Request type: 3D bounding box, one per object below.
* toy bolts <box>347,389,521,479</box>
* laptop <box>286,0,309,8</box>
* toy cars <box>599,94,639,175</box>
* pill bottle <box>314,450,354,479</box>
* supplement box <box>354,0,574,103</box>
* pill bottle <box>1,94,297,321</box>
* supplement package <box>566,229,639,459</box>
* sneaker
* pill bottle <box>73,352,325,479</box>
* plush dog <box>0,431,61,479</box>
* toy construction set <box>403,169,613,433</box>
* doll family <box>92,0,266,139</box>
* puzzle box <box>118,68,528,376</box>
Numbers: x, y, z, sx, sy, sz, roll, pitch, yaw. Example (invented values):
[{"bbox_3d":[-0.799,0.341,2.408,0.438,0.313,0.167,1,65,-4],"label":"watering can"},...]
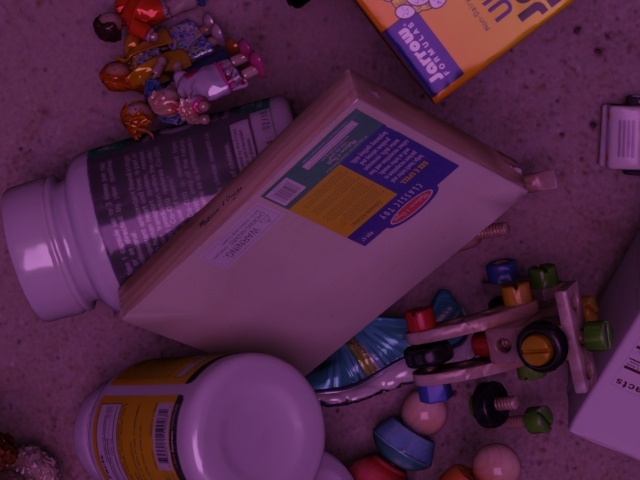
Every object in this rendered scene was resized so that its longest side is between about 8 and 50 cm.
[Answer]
[{"bbox_3d":[0.168,0.298,1.975,0.228,0.218,0.158,34,95,30],"label":"toy bolts"},{"bbox_3d":[0.081,-0.532,1.716,0.408,0.236,0.382,-26,83,-20],"label":"laptop"},{"bbox_3d":[0.520,-0.059,1.926,0.394,0.087,0.176,40,98,-7],"label":"toy cars"},{"bbox_3d":[-0.092,0.366,1.947,0.272,0.152,0.152,-22,102,31],"label":"pill bottle"},{"bbox_3d":[0.211,-0.348,1.813,0.356,0.195,0.194,-37,99,7],"label":"supplement box"},{"bbox_3d":[-0.183,-0.031,1.872,0.361,0.204,0.204,-16,101,2],"label":"pill bottle"},{"bbox_3d":[0.437,0.107,1.873,0.175,0.177,0.293,22,121,-5],"label":"supplement package"},{"bbox_3d":[0.058,0.144,1.974,0.275,0.107,0.110,-19,86,-4],"label":"sneaker"},{"bbox_3d":[-0.158,0.231,1.852,0.188,0.334,0.187,4,83,-34],"label":"pill bottle"},{"bbox_3d":[-0.441,0.349,1.901,0.262,0.210,0.225,-35,133,-6],"label":"plush dog"},{"bbox_3d":[0.255,0.063,1.846,0.237,0.257,0.308,-10,75,39],"label":"toy construction set"},{"bbox_3d":[-0.175,-0.196,1.850,0.163,0.263,0.118,-28,138,-11],"label":"doll family"},{"bbox_3d":[0.000,0.000,1.762,0.272,0.052,0.409,26,126,-36],"label":"puzzle box"}]
